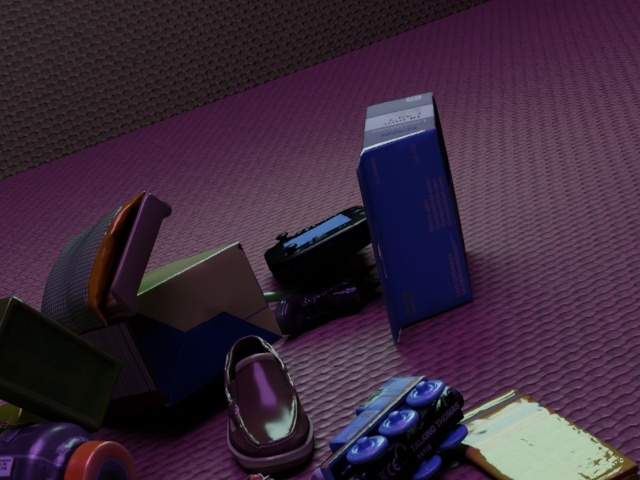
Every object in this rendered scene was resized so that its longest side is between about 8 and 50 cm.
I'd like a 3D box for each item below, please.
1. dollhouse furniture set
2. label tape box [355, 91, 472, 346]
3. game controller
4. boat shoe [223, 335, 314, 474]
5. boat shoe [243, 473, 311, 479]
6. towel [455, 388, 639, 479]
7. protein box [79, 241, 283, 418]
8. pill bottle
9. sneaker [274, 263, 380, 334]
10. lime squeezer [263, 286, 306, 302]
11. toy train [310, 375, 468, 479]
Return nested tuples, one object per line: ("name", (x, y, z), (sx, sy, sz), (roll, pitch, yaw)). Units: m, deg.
("dollhouse furniture set", (-0.311, 0.065, 1.596), (0.197, 0.151, 0.301), (-19, 46, 48))
("label tape box", (0.126, -0.037, 1.867), (0.106, 0.240, 0.334), (-11, 17, 7))
("game controller", (0.000, 0.000, 2.045), (0.166, 0.067, 0.319), (-36, 6, -1))
("boat shoe", (-0.071, 0.175, 1.591), (0.095, 0.095, 0.257), (-17, 16, -7))
("boat shoe", (-0.069, 0.254, 1.416), (0.137, 0.043, 0.049), (-11, 14, 9))
("towel", (0.204, 0.205, 1.378), (0.102, 0.021, 0.237), (-25, 19, -14))
("protein box", (-0.198, 0.116, 1.768), (0.200, 0.136, 0.201), (-29, 8, -40))
("pill bottle", (-0.312, 0.255, 1.483), (0.245, 0.130, 0.130), (-5, 19, 29))
("sneaker", (0.014, 0.078, 1.922), (0.089, 0.051, 0.170), (-11, 13, 33))
("lime squeezer", (-0.154, 0.094, 2.054), (0.310, 0.059, 0.110), (-6, -12, 34))
("toy train", (0.066, 0.202, 1.402), (0.105, 0.080, 0.184), (-12, 21, 49))
